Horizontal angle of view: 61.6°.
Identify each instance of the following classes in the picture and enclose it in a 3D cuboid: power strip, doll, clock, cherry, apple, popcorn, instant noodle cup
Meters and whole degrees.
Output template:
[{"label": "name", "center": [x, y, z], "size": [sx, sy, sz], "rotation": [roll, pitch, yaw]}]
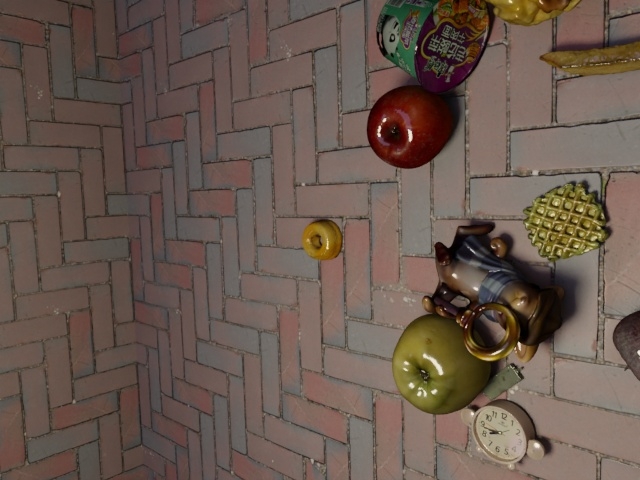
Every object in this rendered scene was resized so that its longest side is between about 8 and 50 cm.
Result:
[{"label": "power strip", "center": [0.478, 0.368, 1.405], "size": [0.136, 0.019, 0.050], "rotation": [-52, 59, 34]}, {"label": "doll", "center": [0.405, 0.119, 1.289], "size": [0.318, 0.209, 0.340], "rotation": [-47, 53, -9]}, {"label": "clock", "center": [0.475, 0.498, 1.397], "size": [0.229, 0.063, 0.155], "rotation": [16, 109, 44]}, {"label": "cherry", "center": [0.700, 0.220, 1.097], "size": [0.176, 0.140, 0.175], "rotation": [-12, 72, 40]}, {"label": "apple", "center": [0.316, 0.326, 1.413], "size": [0.263, 0.263, 0.262], "rotation": [6, 99, 43]}, {"label": "popcorn", "center": [0.440, -0.620, 1.173], "size": [0.225, 0.265, 0.332], "rotation": [-44, 47, 42]}, {"label": "instant noodle cup", "center": [0.271, -0.524, 1.359], "size": [0.190, 0.251, 0.251], "rotation": [44, 123, 41]}, {"label": "apple", "center": [0.236, -0.304, 1.430], "size": [0.218, 0.201, 0.218], "rotation": [13, 109, 40]}]

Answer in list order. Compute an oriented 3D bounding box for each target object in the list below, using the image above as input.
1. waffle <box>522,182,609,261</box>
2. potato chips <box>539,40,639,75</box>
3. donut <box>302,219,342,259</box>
[{"label": "waffle", "center": [0.570, -0.042, 1.261], "size": [0.184, 0.036, 0.169], "rotation": [-28, 73, 40]}, {"label": "potato chips", "center": [0.667, -0.399, 1.113], "size": [0.407, 0.057, 0.080], "rotation": [-3, 86, 43]}, {"label": "donut", "center": [0.000, 0.000, 1.790], "size": [0.152, 0.058, 0.151], "rotation": [7, 100, 45]}]
